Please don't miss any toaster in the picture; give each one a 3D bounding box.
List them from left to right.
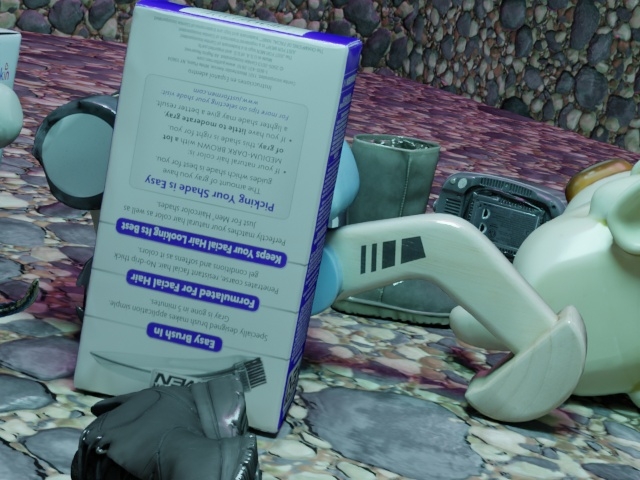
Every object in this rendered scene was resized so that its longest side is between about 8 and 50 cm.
[{"bbox_3d":[0.280,-0.025,2.128,0.227,0.129,0.146,15,10,22],"label":"toaster"}]

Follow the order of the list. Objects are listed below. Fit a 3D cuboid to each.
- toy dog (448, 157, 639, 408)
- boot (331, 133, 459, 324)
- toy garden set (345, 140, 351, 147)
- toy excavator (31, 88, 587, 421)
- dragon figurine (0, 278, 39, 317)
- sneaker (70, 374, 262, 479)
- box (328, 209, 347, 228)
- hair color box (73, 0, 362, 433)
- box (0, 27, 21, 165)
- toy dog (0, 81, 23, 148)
[{"bbox_3d":[0.364,0.047,1.671,0.395,0.284,0.408,-24,5,16],"label":"toy dog"},{"bbox_3d":[0.107,-0.012,1.717,0.190,0.208,0.076,7,9,-22],"label":"boot"},{"bbox_3d":[0.015,-0.109,2.142,0.049,0.244,0.204,-29,47,-6],"label":"toy garden set"},{"bbox_3d":[0.000,0.000,1.457,0.445,0.432,0.222,-15,6,15],"label":"toy excavator"},{"bbox_3d":[-0.382,0.047,1.295,0.289,0.085,0.144,15,14,36],"label":"dragon figurine"},{"bbox_3d":[-0.106,0.168,1.018,0.130,0.109,0.286,-1,7,-8],"label":"sneaker"},{"bbox_3d":[-0.068,-0.031,1.751,0.247,0.163,0.142,4,13,-30],"label":"box"},{"bbox_3d":[-0.088,-0.023,1.285,0.185,0.338,0.110,12,11,6],"label":"hair color box"},{"bbox_3d":[-0.519,-0.167,1.810,0.262,0.231,0.127,14,12,10],"label":"box"},{"bbox_3d":[-0.460,-0.110,1.618,0.334,0.220,0.161,15,15,16],"label":"toy dog"}]
